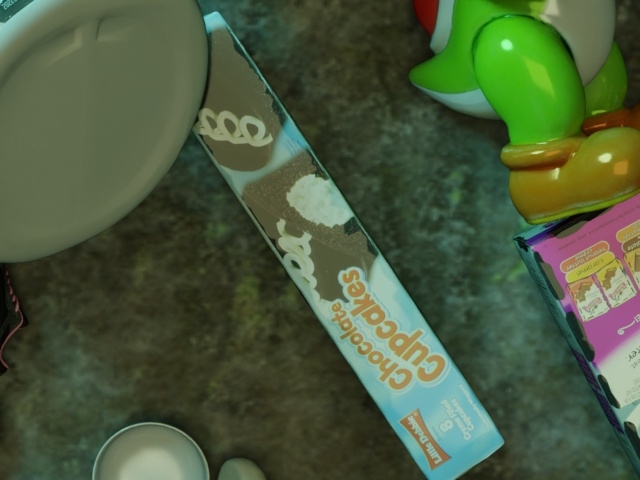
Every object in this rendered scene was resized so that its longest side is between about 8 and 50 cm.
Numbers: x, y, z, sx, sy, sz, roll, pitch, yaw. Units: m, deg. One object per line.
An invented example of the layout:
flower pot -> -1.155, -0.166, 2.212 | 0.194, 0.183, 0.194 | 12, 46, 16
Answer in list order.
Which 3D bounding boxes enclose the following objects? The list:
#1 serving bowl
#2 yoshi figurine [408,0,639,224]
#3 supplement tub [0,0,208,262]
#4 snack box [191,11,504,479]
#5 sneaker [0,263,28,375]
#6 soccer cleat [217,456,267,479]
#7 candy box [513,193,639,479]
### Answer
serving bowl -> -0.121, 0.169, 1.131 | 0.083, 0.027, 0.083 | 0, 96, -2
yoshi figurine -> 0.154, -0.210, 1.037 | 0.203, 0.203, 0.362 | -26, 94, -16
supplement tub -> -0.230, -0.143, 0.906 | 0.316, 0.193, 0.193 | 38, 93, 31
snack box -> 0.000, 0.000, 1.041 | 0.060, 0.187, 0.322 | -34, 96, 1
sneaker -> -0.233, 0.043, 1.111 | 0.057, 0.047, 0.119 | 11, 96, -26
soccer cleat -> -0.027, 0.247, 1.131 | 0.076, 0.068, 0.196 | -14, 90, -30
candy box -> 0.262, 0.064, 1.118 | 0.159, 0.071, 0.233 | -28, 96, 0
